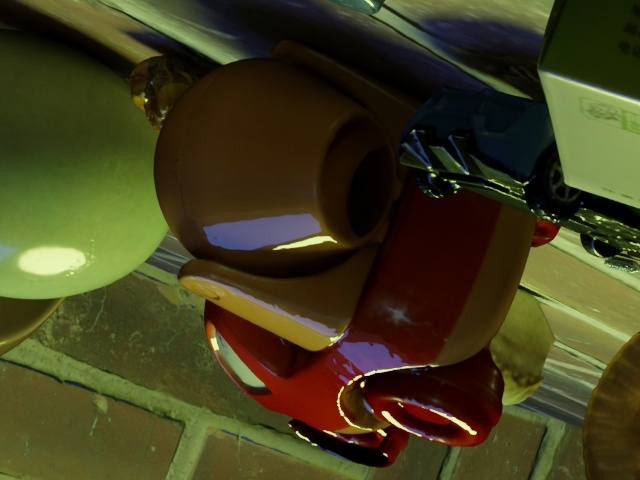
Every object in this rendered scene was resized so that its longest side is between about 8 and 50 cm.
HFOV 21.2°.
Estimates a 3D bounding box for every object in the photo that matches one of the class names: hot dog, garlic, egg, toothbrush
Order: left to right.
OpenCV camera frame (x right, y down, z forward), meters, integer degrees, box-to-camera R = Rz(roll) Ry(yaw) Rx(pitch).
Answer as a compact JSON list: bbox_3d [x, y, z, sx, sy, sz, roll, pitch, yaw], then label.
[{"bbox_3d":[-0.218,-0.054,1.209,0.253,0.187,0.186,22,174,-29],"label":"egg"},{"bbox_3d":[-0.055,-0.071,1.134,0.165,0.045,0.071,26,-165,-41],"label":"hot dog"},{"bbox_3d":[0.061,0.067,1.687,0.325,0.132,0.279,6,157,48],"label":"garlic"},{"bbox_3d":[0.271,0.032,1.195,0.162,0.014,0.017,15,-169,37],"label":"toothbrush"}]

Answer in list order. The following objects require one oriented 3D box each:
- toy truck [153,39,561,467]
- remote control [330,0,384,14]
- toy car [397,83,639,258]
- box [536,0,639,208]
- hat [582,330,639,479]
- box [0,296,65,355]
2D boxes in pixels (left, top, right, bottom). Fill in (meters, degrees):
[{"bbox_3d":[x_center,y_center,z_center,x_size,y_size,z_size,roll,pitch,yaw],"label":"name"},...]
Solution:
[{"bbox_3d":[0.000,0.000,0.990,0.239,0.189,0.265,27,160,-14],"label":"toy truck"},{"bbox_3d":[-0.041,-0.133,0.711,0.152,0.027,0.043,21,180,6],"label":"remote control"},{"bbox_3d":[0.138,-0.029,0.857,0.216,0.063,0.103,18,177,-36],"label":"toy car"},{"bbox_3d":[0.215,-0.026,0.626,0.260,0.062,0.175,20,174,14],"label":"box"},{"bbox_3d":[0.288,0.075,1.042,0.233,0.244,0.233,51,-162,-13],"label":"hat"},{"bbox_3d":[-0.332,-0.025,1.440,0.301,0.301,0.216,24,168,-27],"label":"box"}]
